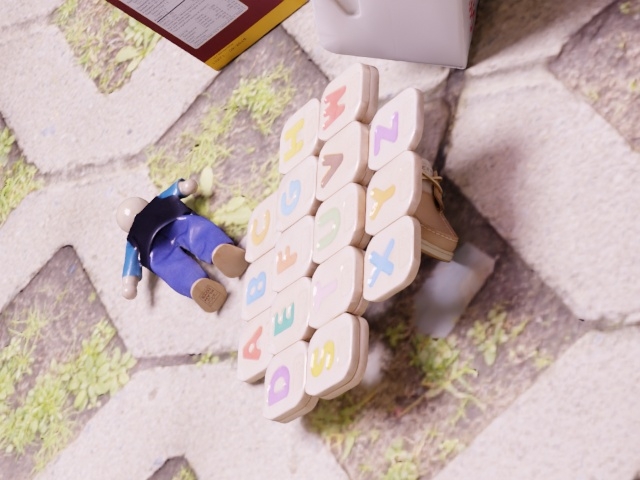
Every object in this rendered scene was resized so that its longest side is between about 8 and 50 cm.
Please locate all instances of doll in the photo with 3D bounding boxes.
[{"bbox_3d":[-0.145,0.004,1.517,0.129,0.046,0.189,-57,40,2],"label":"doll"}]

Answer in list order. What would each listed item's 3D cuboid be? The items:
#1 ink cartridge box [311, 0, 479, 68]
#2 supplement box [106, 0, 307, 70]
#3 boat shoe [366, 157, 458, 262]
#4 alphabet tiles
[{"bbox_3d":[0.082,-0.328,1.326,0.129,0.223,0.307,9,70,10],"label":"ink cartridge box"},{"bbox_3d":[-0.135,-0.309,1.579,0.129,0.194,0.191,-34,46,27],"label":"supplement box"},{"bbox_3d":[0.067,-0.044,1.312,0.059,0.063,0.170,-56,39,14],"label":"boat shoe"},{"bbox_3d":[0.000,0.000,1.321,0.278,0.021,0.284,-35,46,53],"label":"alphabet tiles"}]
